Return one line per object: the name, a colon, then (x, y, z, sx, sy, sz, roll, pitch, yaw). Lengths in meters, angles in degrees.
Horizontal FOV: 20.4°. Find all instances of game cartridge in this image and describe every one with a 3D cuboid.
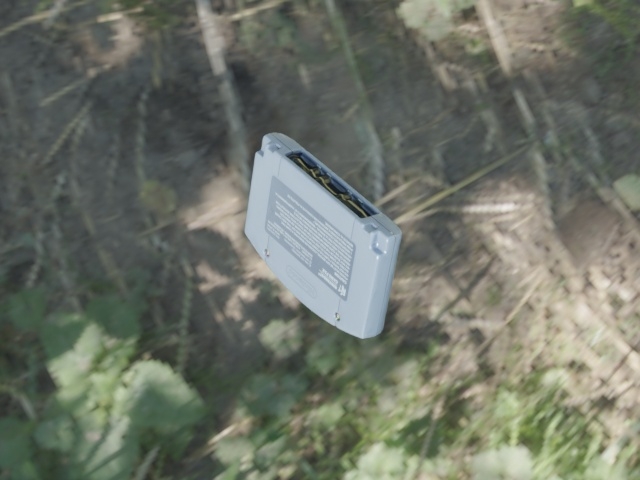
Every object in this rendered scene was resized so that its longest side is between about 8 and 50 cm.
game cartridge: (0.000, 0.000, 0.708, 0.083, 0.017, 0.056, 42, 131, 38)
